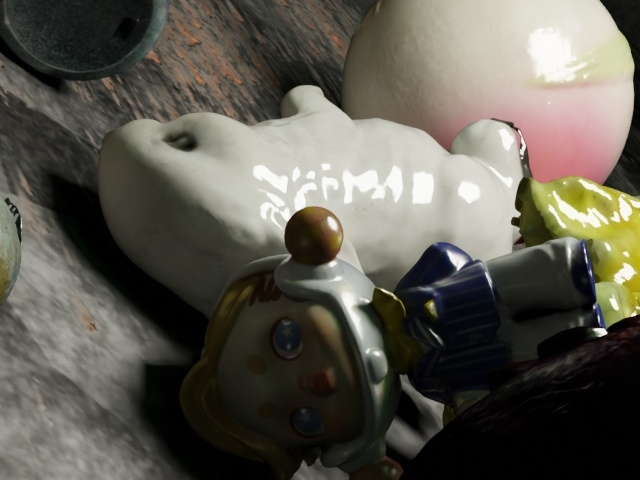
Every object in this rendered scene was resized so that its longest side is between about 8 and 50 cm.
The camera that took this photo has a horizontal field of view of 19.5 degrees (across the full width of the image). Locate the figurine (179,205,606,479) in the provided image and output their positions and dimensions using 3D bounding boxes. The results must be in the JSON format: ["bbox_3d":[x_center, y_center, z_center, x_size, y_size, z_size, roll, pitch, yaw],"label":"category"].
[{"bbox_3d":[0.044,0.055,1.202,0.194,0.274,0.133,54,15,-7],"label":"figurine"}]

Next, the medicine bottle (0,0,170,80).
[{"bbox_3d":[-0.197,-0.252,1.542,0.141,0.141,0.293,36,21,-23],"label":"medicine bottle"}]

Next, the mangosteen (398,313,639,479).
[{"bbox_3d":[0.223,0.251,1.024,0.382,0.382,0.435,13,53,-58],"label":"mangosteen"}]

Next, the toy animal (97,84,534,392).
[{"bbox_3d":[0.000,0.000,1.398,0.357,0.194,0.258,-3,66,-47],"label":"toy animal"}]

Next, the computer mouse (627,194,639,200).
[{"bbox_3d":[0.259,0.085,1.671,0.145,0.228,0.429,26,22,-18],"label":"computer mouse"}]

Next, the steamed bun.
[{"bbox_3d":[0.172,-0.115,1.833,0.309,0.309,0.309,39,19,-16],"label":"steamed bun"}]

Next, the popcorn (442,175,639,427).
[{"bbox_3d":[0.225,0.141,1.367,0.335,0.279,0.274,33,25,-1],"label":"popcorn"}]

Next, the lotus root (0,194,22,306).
[{"bbox_3d":[-0.214,-0.004,1.076,0.088,0.088,0.165,36,10,-23],"label":"lotus root"}]
